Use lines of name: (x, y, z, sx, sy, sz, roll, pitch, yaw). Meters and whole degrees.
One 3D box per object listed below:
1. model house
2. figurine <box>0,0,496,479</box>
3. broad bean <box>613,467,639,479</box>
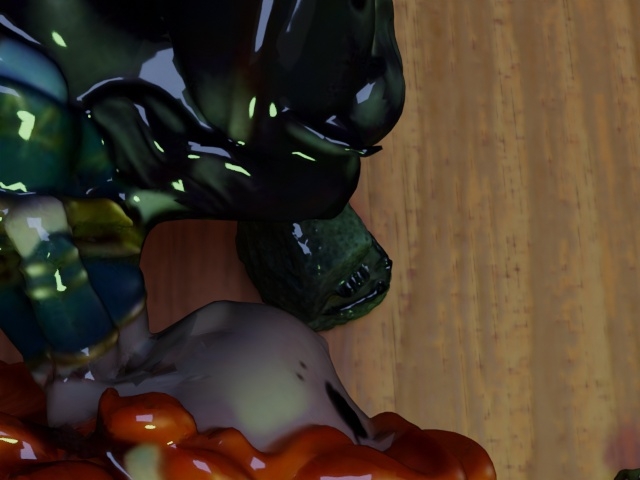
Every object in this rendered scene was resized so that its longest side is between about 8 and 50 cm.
model house: (0.000, 0.000, 0.694, 0.066, 0.083, 0.079, -35, 79, -20)
figurine: (-0.086, 0.028, 0.562, 0.306, 0.241, 0.412, -4, 89, -23)
broad bean: (0.183, 0.234, 0.665, 0.065, 0.046, 0.255, 0, 70, -2)
